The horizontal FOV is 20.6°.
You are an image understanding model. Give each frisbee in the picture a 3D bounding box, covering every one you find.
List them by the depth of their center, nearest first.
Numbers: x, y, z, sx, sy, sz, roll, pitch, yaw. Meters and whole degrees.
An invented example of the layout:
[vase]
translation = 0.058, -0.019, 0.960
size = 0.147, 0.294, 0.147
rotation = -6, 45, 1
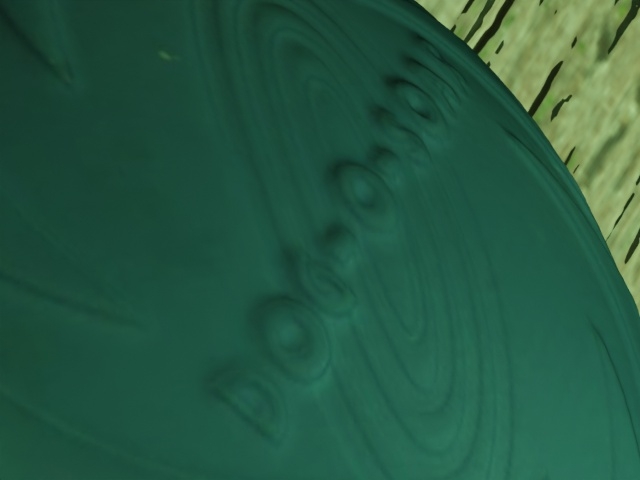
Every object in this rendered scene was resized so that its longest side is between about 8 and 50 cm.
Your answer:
[frisbee]
translation = 0.003, -0.002, 0.500
size = 0.289, 0.049, 0.289
rotation = 25, 45, -27
